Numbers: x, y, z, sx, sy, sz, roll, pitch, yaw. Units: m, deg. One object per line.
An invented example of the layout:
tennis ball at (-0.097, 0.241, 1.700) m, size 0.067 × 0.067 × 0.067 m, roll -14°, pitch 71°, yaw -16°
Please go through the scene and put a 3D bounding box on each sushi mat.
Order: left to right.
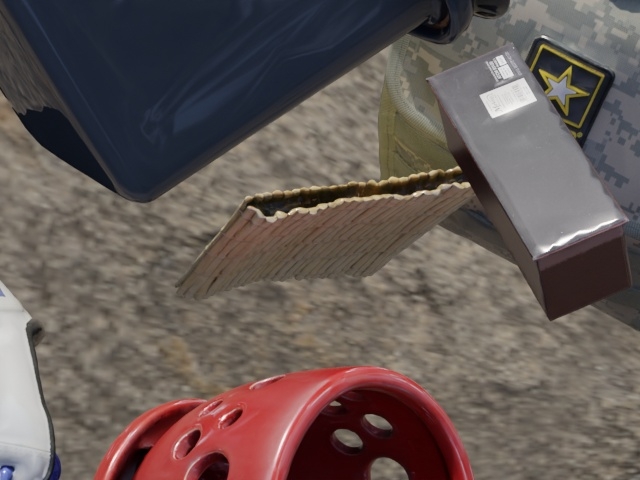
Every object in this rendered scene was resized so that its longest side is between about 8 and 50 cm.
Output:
sushi mat at (0.000, 0.000, 1.216) m, size 0.151 × 0.316 × 0.019 m, roll -9°, pitch 82°, yaw -13°

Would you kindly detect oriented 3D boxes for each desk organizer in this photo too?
desk organizer at (0.099, -0.029, 0.899) m, size 0.047 × 0.050 × 0.130 m, roll -23°, pitch 49°, yaw -3°

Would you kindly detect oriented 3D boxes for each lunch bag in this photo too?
lunch bag at (0.167, -0.089, 1.203) m, size 0.235 × 0.287 × 0.169 m, roll 28°, pitch 69°, yaw 13°

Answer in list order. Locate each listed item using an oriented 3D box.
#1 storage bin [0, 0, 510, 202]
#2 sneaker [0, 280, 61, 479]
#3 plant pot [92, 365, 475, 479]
storage bin at (-0.041, -0.080, 0.387) m, size 0.091 × 0.135 × 0.098 m, roll -38°, pitch 34°, yaw -15°
sneaker at (-0.239, 0.109, 1.007) m, size 0.182 × 0.315 × 0.127 m, roll 43°, pitch 136°, yaw -7°
plant pot at (-0.027, 0.169, 1.100) m, size 0.174 × 0.191 × 0.191 m, roll -6°, pitch 81°, yaw 42°
